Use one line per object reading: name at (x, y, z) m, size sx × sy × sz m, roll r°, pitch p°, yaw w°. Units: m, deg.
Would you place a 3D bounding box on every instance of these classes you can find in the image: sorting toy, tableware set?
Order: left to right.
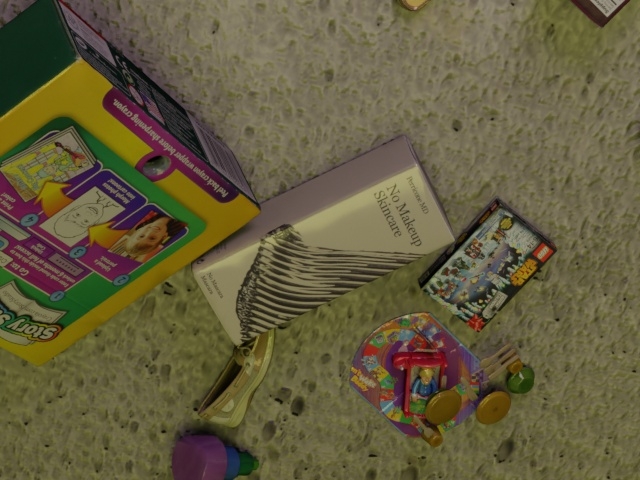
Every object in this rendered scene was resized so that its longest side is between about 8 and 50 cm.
sorting toy at (-0.167, 0.395, 1.949) m, size 0.126 × 0.127 × 0.365 m, roll 9°, pitch 113°, yaw -41°
tableware set at (0.181, 0.186, 1.898) m, size 0.154 × 0.024 × 0.104 m, roll -38°, pitch 130°, yaw -2°

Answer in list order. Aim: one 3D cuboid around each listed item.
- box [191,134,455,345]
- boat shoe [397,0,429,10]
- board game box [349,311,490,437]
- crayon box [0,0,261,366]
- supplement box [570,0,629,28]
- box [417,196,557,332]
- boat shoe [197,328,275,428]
box at (0.000, 0.000, 1.778) m, size 0.275 × 0.094 × 0.113 m, roll -27°, pitch 113°, yaw 7°
boat shoe at (0.126, -0.297, 1.688) m, size 0.050 × 0.045 × 0.135 m, roll 29°, pitch 108°, yaw -16°
board game box at (0.118, 0.169, 1.897) m, size 0.133 × 0.033 × 0.169 m, roll -42°, pitch 111°, yaw 12°
crayon box at (-0.282, -0.045, 1.629) m, size 0.313 × 0.106 × 0.363 m, roll -34°, pitch 147°, yaw 10°
supplement box at (0.320, -0.323, 1.664) m, size 0.081 × 0.104 × 0.188 m, roll 40°, pitch 105°, yaw -20°
box at (0.192, 0.029, 1.846) m, size 0.094 × 0.027 × 0.137 m, roll 36°, pitch 105°, yaw -20°
boat shoe at (-0.094, 0.149, 1.856) m, size 0.048 × 0.056 × 0.153 m, roll 16°, pitch 118°, yaw -17°
